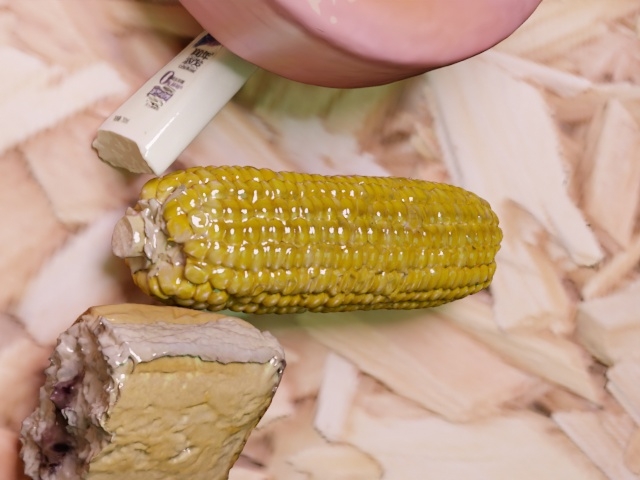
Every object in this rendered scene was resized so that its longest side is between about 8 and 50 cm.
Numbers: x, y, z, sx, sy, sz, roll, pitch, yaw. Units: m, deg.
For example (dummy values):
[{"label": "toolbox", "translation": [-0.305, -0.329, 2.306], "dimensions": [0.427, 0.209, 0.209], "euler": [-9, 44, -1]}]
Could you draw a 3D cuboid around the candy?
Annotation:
[{"label": "candy", "translation": [0.015, -0.205, 0.752], "dimensions": [0.255, 0.094, 0.255], "euler": [4, 82, -32]}]

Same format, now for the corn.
[{"label": "corn", "translation": [0.000, 0.000, 0.813], "dimensions": [0.238, 0.080, 0.080], "euler": [-1, 99, -33]}]

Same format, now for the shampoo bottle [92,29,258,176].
[{"label": "shampoo bottle", "translation": [-0.056, -0.089, 0.782], "dimensions": [0.141, 0.049, 0.034], "euler": [-49, 116, -21]}]

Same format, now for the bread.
[{"label": "bread", "translation": [-0.088, 0.084, 0.754], "dimensions": [0.106, 0.082, 0.125], "euler": [0, 127, -40]}]
